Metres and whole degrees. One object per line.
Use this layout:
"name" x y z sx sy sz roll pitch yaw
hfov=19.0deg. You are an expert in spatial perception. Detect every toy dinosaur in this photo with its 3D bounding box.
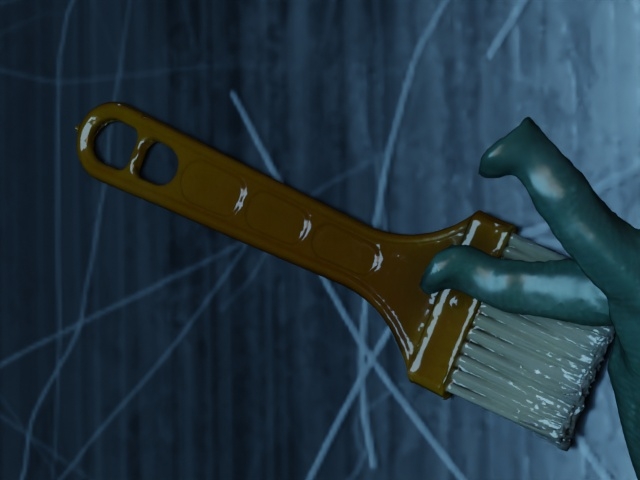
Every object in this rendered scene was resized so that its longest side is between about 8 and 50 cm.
"toy dinosaur" 0.236 0.034 0.795 0.331 0.129 0.383 44 104 9

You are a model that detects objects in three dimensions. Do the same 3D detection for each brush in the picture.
"brush" 0.000 0.000 0.943 0.314 0.017 0.090 25 96 25
